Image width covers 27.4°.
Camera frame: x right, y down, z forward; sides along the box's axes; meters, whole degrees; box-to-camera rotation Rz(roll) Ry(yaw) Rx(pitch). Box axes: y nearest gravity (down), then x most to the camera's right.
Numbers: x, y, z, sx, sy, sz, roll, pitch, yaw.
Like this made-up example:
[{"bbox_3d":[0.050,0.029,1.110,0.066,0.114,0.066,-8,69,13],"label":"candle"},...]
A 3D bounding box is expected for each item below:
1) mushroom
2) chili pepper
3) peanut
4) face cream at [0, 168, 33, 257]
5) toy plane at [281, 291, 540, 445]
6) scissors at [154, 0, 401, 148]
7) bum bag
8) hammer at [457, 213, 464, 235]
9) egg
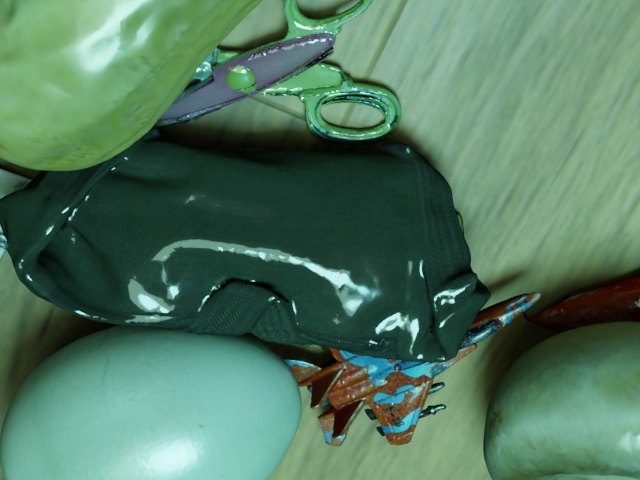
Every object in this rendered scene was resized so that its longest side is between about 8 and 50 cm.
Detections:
[{"bbox_3d":[0.207,0.164,0.872,0.207,0.215,0.207,10,160,4],"label":"mushroom"},{"bbox_3d":[0.275,0.032,0.910,0.268,0.050,0.059,-14,131,6],"label":"chili pepper"},{"bbox_3d":[-0.100,-0.173,0.756,0.147,0.147,0.319,39,107,-18],"label":"peanut"},{"bbox_3d":[-0.308,-0.058,0.854,0.244,0.058,0.092,31,105,-21],"label":"face cream"},{"bbox_3d":[0.066,0.076,0.922,0.189,0.061,0.130,-30,112,8],"label":"toy plane"},{"bbox_3d":[-0.046,-0.108,0.851,0.187,0.020,0.133,-8,123,5],"label":"scissors"},{"bbox_3d":[-0.049,-0.005,0.857,0.326,0.079,0.142,8,82,-3],"label":"bum bag"},{"bbox_3d":[0.000,0.000,0.908,0.199,0.013,0.062,-8,115,2],"label":"hammer"},{"bbox_3d":[-0.114,0.129,0.892,0.209,0.151,0.151,-18,115,3],"label":"egg"}]
